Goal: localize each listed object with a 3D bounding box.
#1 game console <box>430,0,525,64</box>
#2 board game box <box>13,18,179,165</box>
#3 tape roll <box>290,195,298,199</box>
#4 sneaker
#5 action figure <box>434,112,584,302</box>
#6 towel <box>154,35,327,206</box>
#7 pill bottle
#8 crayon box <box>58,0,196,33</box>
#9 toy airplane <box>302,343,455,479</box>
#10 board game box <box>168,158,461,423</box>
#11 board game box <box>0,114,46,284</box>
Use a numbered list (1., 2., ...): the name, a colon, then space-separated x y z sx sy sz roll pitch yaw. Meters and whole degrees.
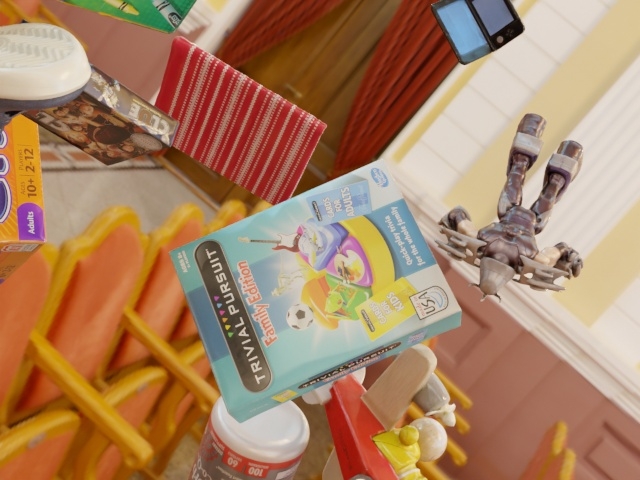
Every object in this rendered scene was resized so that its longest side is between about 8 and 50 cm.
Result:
1. game console: 0.270 -0.381 1.456 0.071 0.107 0.122 -25 87 -47
2. board game box: -0.334 -0.187 1.136 0.165 0.042 0.243 -8 -31 46
3. tape roll: 0.000 0.000 1.613 0.080 0.189 0.189 -21 52 -31
4. sneaker: -0.345 -0.122 0.822 0.350 0.148 0.131 9 30 34
5. action figure: 0.256 -0.027 1.083 0.185 0.285 0.099 27 -34 7
6. towel: -0.141 -0.185 1.357 0.275 0.199 0.031 31 44 2
7. pill bottle: -0.172 0.509 1.811 0.210 0.362 0.210 16 27 -8
8. crayon box: -0.277 -0.338 0.918 0.278 0.081 0.165 6 49 -46
9. toy airplane: 0.116 0.376 1.675 0.273 0.384 0.386 4 -1 -23
10. board game box: -0.010 0.067 1.189 0.079 0.336 0.253 71 -5 -66
11. board game box: -0.765 -0.117 1.629 0.356 0.356 0.356 0 74 -34
